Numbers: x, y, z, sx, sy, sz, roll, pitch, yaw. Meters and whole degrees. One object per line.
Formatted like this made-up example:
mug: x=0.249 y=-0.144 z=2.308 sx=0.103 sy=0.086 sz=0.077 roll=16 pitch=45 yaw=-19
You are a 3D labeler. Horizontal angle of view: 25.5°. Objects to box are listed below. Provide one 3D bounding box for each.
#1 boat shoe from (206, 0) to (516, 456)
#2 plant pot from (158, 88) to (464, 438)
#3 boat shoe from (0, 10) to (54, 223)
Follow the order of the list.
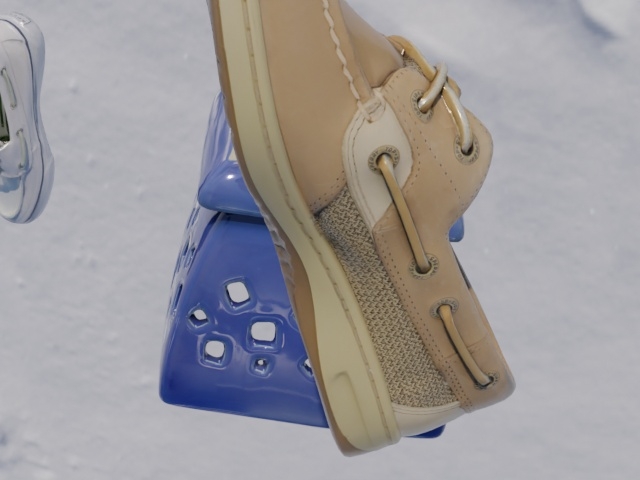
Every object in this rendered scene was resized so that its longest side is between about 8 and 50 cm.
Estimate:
boat shoe: x=0.020 y=-0.047 z=0.661 sx=0.110 sy=0.122 sz=0.341 roll=-15 pitch=128 yaw=2
plant pot: x=0.000 y=0.000 z=1.155 sx=0.236 sy=0.236 sz=0.212 roll=8 pitch=118 yaw=-4
boat shoe: x=-0.306 y=-0.104 z=1.332 sx=0.083 sy=0.076 sz=0.226 roll=19 pitch=127 yaw=22
